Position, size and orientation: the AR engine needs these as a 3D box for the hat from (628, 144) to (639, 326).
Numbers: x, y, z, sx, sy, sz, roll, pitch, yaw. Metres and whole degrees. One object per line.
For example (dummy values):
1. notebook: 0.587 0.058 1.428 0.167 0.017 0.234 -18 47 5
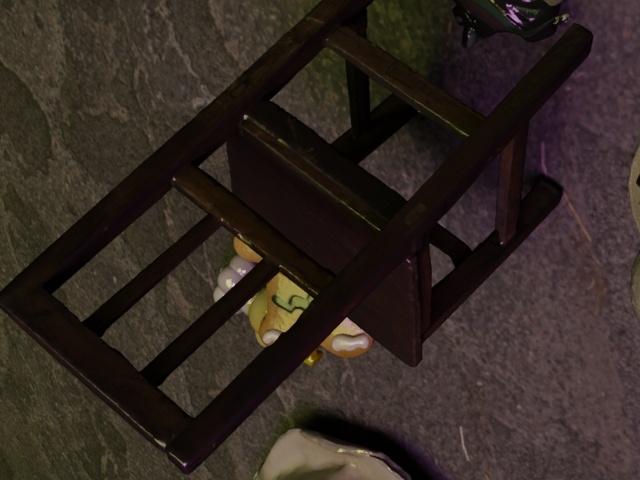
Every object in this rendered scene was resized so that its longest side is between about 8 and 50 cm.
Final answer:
1. hat: 0.304 0.032 0.767 0.257 0.130 0.257 35 148 26

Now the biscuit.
1. biscuit: -0.022 0.015 1.157 0.158 0.035 0.240 -5 105 23

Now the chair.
1. chair: 0.000 0.000 0.820 0.203 0.416 0.240 38 161 19

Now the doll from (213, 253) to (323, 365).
1. doll: -0.059 0.080 1.259 0.162 0.062 0.106 37 128 20

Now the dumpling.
1. dumpling: 0.019 0.357 1.305 0.341 0.181 0.260 -146 58 -67

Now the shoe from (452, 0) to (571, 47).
1. shoe: 0.128 -0.201 0.873 0.169 0.071 0.099 24 136 30
